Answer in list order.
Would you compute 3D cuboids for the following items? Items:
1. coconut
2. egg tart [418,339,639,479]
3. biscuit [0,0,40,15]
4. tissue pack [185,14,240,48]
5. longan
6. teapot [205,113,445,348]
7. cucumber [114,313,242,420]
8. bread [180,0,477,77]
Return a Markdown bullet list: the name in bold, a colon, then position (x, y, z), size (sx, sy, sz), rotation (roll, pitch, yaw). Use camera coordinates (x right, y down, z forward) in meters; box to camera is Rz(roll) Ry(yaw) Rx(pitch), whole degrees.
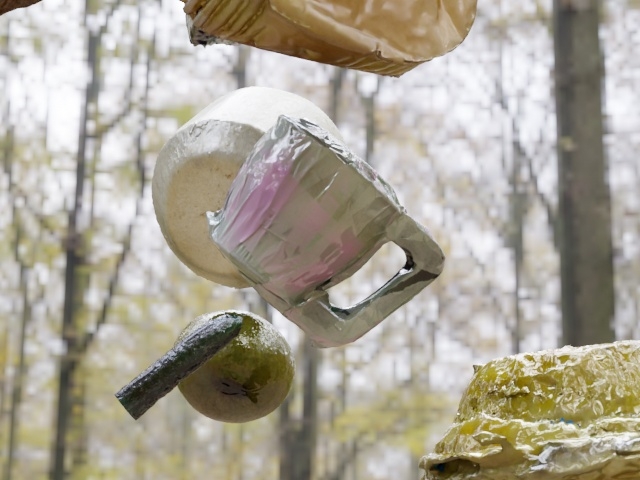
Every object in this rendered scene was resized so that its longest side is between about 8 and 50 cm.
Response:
- **coconut**: position (-0.082, -0.071, 2.392), size (0.237, 0.237, 0.266), rotation (-7, 21, 24)
- **egg tart**: position (0.286, 0.198, 2.063), size (0.388, 0.169, 0.388), rotation (-10, -4, -1)
- **biscuit**: position (-0.346, -0.364, 2.044), size (0.273, 0.257, 0.049), rotation (-21, 41, -33)
- **tissue pack**: position (-0.103, -0.384, 2.212), size (0.123, 0.245, 0.332), rotation (-4, -11, -10)
- **longan**: position (-0.112, 0.157, 2.386), size (0.154, 0.145, 0.176), rotation (48, 1, -14)
- **teapot**: position (-0.007, -0.006, 1.938), size (0.221, 0.178, 0.163), rotation (40, 0, -29)
- **cucumber**: position (-0.124, 0.108, 1.679), size (0.133, 0.032, 0.032), rotation (-38, -19, -4)
- **bread**: position (0.005, -0.260, 1.848), size (0.288, 0.204, 0.156), rotation (14, -18, -17)
